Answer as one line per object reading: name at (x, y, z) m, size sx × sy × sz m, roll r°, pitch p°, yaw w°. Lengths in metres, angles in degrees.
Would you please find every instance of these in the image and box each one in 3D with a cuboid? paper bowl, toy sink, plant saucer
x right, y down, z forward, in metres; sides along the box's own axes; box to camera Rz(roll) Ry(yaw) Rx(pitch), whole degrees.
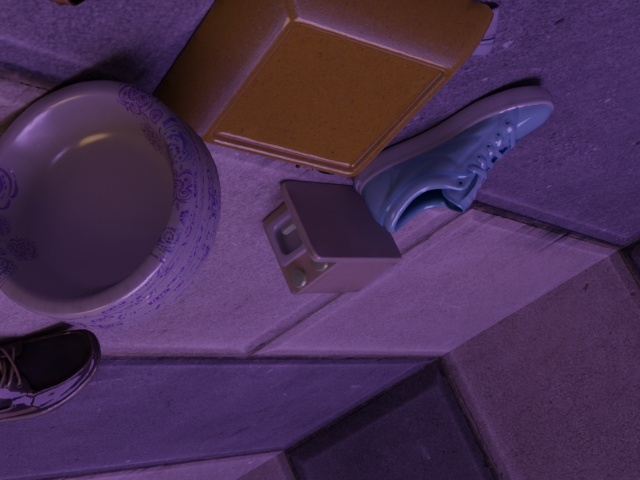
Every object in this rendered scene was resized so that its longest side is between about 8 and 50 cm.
paper bowl at (-0.253, -0.035, 1.251) m, size 0.284 × 0.284 × 0.148 m, roll -28°, pitch 159°, yaw 9°
toy sink at (0.000, 0.000, 1.802) m, size 0.131 × 0.152 × 0.234 m, roll -39°, pitch 156°, yaw 33°
plant saucer at (0.003, -0.196, 1.307) m, size 0.333 × 0.081 × 0.333 m, roll 11°, pitch 142°, yaw -31°

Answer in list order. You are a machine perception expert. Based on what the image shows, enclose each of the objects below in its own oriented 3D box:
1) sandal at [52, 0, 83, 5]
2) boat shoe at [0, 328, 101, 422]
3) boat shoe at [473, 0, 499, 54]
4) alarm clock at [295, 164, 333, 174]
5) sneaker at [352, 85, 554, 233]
sandal at (-0.241, -0.261, 1.037) m, size 0.219 × 0.060 × 0.090 m, roll -3°, pitch 150°, yaw -45°
boat shoe at (-0.553, 0.249, 1.813) m, size 0.356 × 0.132 × 0.130 m, roll -25°, pitch 159°, yaw -3°
boat shoe at (0.140, -0.290, 1.394) m, size 0.226 × 0.083 × 0.075 m, roll -10°, pitch 127°, yaw -33°
alarm clock at (0.059, -0.159, 1.619) m, size 0.192 × 0.064 × 0.129 m, roll -21°, pitch 159°, yaw -18°
sneaker at (0.245, -0.124, 1.777) m, size 0.366 × 0.150 × 0.135 m, roll -28°, pitch 160°, yaw 7°
